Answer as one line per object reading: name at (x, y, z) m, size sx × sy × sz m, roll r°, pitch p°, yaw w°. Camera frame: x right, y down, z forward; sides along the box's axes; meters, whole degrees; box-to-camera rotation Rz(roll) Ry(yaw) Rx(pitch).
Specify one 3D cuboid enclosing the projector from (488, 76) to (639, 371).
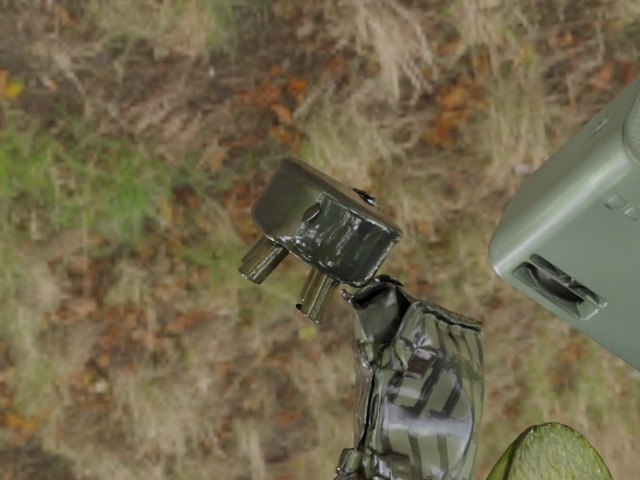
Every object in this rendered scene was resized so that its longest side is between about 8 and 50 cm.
projector at (0.288, 0.009, 1.067) m, size 0.250 × 0.108 × 0.198 m, roll 33°, pitch 143°, yaw -6°

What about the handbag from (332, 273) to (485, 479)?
handbag at (0.104, 0.232, 1.742) m, size 0.162 × 0.325 × 0.327 m, roll 4°, pitch 169°, yaw 18°

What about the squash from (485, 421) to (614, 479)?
squash at (0.233, 0.333, 1.308) m, size 0.233 × 0.309 × 0.210 m, roll 37°, pitch 163°, yaw -24°

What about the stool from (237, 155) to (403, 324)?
stool at (0.007, 0.005, 1.488) m, size 0.228 × 0.153 × 0.139 m, roll 24°, pitch 102°, yaw -53°
